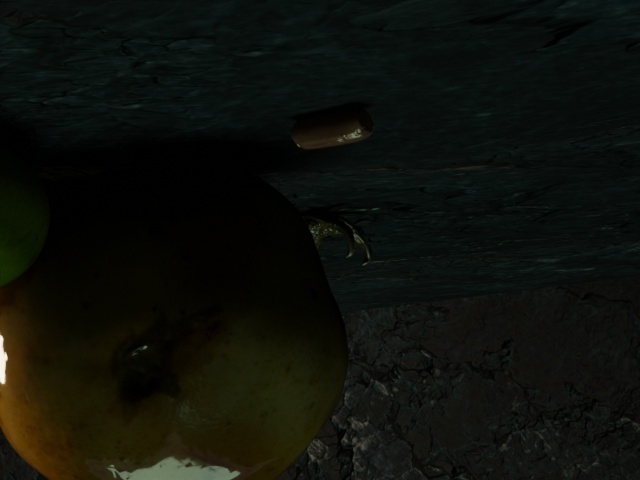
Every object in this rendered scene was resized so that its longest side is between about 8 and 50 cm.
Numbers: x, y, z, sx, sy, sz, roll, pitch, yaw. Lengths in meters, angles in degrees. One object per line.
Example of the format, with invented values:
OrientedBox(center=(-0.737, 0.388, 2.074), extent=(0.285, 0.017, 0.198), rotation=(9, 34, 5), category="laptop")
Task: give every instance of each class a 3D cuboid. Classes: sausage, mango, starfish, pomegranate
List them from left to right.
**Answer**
OrientedBox(center=(-0.346, -0.024, 1.230), extent=(0.186, 0.149, 0.273), rotation=(-1, 167, -16), category="mango")
OrientedBox(center=(-0.175, 0.099, 1.467), extent=(0.417, 0.416, 0.416), rotation=(-5, 172, -1), category="pomegranate")
OrientedBox(center=(0.000, 0.001, 1.907), extent=(0.146, 0.074, 0.190), rotation=(-4, 172, 2), category="starfish")
OrientedBox(center=(0.011, -0.107, 1.269), extent=(0.083, 0.034, 0.034), rotation=(-9, 172, 31), category="sausage")

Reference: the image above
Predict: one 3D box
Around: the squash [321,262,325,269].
OrientedBox(center=(-0.111, 0.054, 2.247), extent=(0.239, 0.069, 0.069), rotation=(-5, 172, 2), category="squash")
